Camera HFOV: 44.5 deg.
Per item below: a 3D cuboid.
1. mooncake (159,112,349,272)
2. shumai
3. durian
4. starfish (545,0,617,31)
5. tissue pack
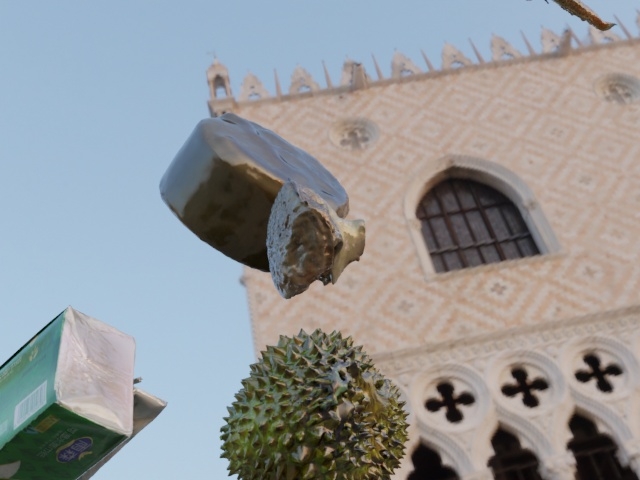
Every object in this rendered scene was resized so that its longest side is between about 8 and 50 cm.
[{"bbox_3d":[-0.096,-0.080,1.236,0.285,0.284,0.155,22,-70,-34],"label":"mooncake"},{"bbox_3d":[-0.001,-0.001,0.952,0.116,0.145,0.145,6,-45,-19],"label":"shumai"},{"bbox_3d":[-0.006,0.255,1.129,0.291,0.291,0.224,2,-37,-17],"label":"durian"},{"bbox_3d":[0.282,-0.353,1.025,0.248,0.138,0.050,5,-30,-36],"label":"starfish"},{"bbox_3d":[-0.290,0.207,0.866,0.209,0.148,0.156,-40,-52,18],"label":"tissue pack"}]
